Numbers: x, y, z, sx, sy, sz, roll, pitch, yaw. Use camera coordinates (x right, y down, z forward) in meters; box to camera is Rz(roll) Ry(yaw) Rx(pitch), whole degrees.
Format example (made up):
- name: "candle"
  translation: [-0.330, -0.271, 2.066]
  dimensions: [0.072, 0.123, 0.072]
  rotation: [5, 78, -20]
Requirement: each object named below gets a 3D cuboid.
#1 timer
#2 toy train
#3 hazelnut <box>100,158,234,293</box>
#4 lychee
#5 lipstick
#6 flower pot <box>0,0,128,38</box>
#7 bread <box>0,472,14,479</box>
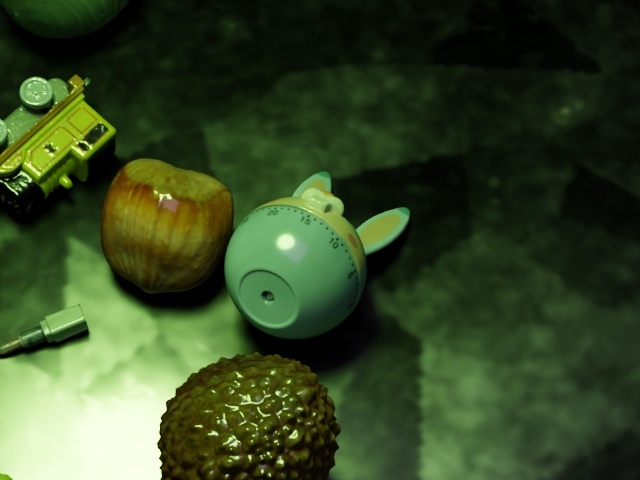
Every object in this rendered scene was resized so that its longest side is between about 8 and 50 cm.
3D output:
- name: "timer"
  translation: [-0.003, -0.005, 1.928]
  dimensions: [0.175, 0.175, 0.255]
  rotation: [26, 61, 15]
- name: "toy train"
  translation: [-0.331, -0.108, 2.032]
  dimensions: [0.127, 0.089, 0.219]
  rotation: [40, 64, 10]
- name: "hazelnut"
  translation: [-0.176, -0.016, 1.959]
  dimensions: [0.150, 0.150, 0.150]
  rotation: [0, 58, 0]
- name: "lychee"
  translation: [-0.080, 0.214, 1.775]
  dimensions: [0.200, 0.238, 0.200]
  rotation: [26, 47, -32]
- name: "lipstick"
  translation: [-0.315, 0.106, 1.934]
  dimensions: [0.107, 0.025, 0.025]
  rotation: [-23, 61, -6]
- name: "flower pot"
  translation: [-0.313, -0.362, 2.147]
  dimensions: [0.189, 0.157, 0.243]
  rotation: [14, 58, 6]
- name: "bread"
  translation: [-0.280, 0.416, 1.578]
  dimensions: [0.308, 0.348, 0.348]
  rotation: [26, 61, 2]
